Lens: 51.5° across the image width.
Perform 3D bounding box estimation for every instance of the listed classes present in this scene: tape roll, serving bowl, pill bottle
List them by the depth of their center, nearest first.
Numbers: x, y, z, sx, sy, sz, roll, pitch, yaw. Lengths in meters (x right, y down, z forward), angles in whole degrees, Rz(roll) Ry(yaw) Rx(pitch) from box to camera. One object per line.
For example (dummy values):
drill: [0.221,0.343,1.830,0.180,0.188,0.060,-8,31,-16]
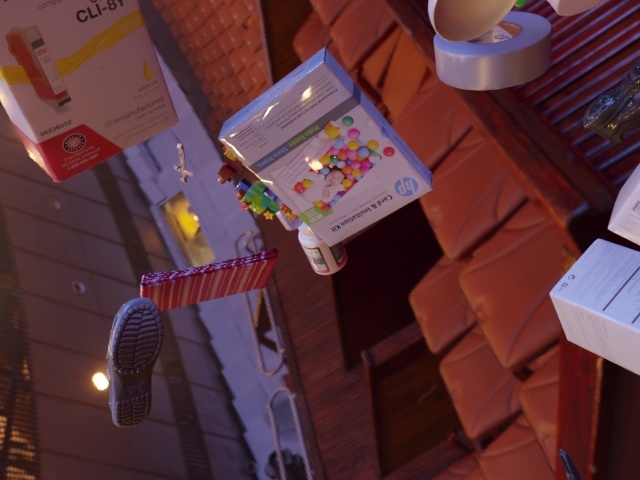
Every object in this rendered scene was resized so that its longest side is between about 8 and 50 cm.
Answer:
serving bowl: [0.120,-0.201,0.528,0.083,0.083,0.027,36,-157,-57]
tape roll: [0.333,-0.371,1.288,0.219,0.219,0.072,-105,1,-54]
pill bottle: [0.000,0.000,1.851,0.108,0.108,0.180,-108,-5,-50]

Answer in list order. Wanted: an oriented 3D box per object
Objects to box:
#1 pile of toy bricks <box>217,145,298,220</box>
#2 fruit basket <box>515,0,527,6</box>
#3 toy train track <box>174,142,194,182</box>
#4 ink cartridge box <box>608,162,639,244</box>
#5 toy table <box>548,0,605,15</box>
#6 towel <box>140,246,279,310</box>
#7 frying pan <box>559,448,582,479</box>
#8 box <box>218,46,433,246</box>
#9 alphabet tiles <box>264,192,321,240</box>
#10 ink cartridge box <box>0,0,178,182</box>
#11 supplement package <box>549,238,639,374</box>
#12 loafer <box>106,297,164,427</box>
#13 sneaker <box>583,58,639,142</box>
pile of toy bricks: [-0.115,-0.090,1.264,0.212,0.118,0.105,35,-135,-8]
fruit basket: [0.293,-0.539,0.980,0.166,0.327,0.352,15,-125,-25]
toy train track: [-0.257,-0.140,1.220,0.048,0.083,0.014,23,-137,22]
ink cartridge box: [0.678,-0.104,1.219,0.171,0.232,0.168,30,-138,12]
toy table: [0.291,-0.360,0.600,0.160,0.274,0.252,60,-167,14]
towel: [-0.226,0.084,1.343,0.199,0.275,0.031,120,135,-64]
frying pan: [0.503,0.540,1.193,0.197,0.053,0.326,92,158,-63]
box: [0.008,-0.090,0.710,0.186,0.145,0.038,44,-148,-29]
alphabet tiles: [-0.034,-0.151,1.691,0.277,0.021,0.284,56,-131,-14]
ink cartridge box: [-0.466,-0.347,1.226,0.160,0.279,0.384,36,149,42]
supplement package: [0.387,0.090,0.786,0.179,0.105,0.105,29,157,50]
loafer: [-0.344,0.209,1.180,0.095,0.251,0.087,1,-159,-36]
sneaker: [0.787,-0.353,1.616,0.130,0.286,0.109,33,-136,-12]
